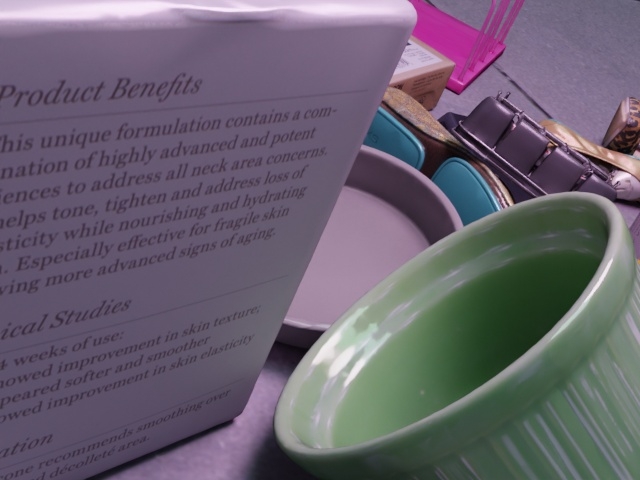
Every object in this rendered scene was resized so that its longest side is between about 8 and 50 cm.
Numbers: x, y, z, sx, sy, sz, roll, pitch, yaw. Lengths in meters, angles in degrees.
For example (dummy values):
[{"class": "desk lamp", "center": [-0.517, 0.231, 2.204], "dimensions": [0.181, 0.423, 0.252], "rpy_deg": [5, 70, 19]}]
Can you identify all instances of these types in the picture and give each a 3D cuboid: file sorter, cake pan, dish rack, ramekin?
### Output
[{"class": "file sorter", "center": [0.230, -0.413, 1.675], "dimensions": [0.202, 0.182, 0.291], "rpy_deg": [30, 33, 10]}, {"class": "cake pan", "center": [0.000, 0.000, 0.988], "dimensions": [0.293, 0.054, 0.293], "rpy_deg": [6, 42, -5]}, {"class": "dish rack", "center": [0.280, -0.108, 1.228], "dimensions": [0.208, 0.074, 0.271], "rpy_deg": [40, 16, 5]}, {"class": "ramekin", "center": [0.128, 0.111, 0.738], "dimensions": [0.148, 0.303, 0.303], "rpy_deg": [54, 30, -13]}]

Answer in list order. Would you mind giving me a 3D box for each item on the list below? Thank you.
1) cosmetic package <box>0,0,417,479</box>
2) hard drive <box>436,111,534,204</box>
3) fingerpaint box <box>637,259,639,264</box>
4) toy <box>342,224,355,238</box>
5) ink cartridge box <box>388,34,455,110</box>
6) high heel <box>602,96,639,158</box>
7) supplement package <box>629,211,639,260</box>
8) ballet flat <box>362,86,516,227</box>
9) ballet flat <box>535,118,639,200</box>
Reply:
[{"class": "cosmetic package", "center": [-0.208, -0.067, 0.688], "dimensions": [0.329, 0.393, 0.327], "rpy_deg": [-13, 47, -45]}, {"class": "hard drive", "center": [0.259, -0.088, 1.340], "dimensions": [0.172, 0.054, 0.254], "rpy_deg": [9, 35, -23]}, {"class": "fingerpaint box", "center": [0.374, 0.248, 0.824], "dimensions": [0.371, 0.163, 0.445], "rpy_deg": [27, 32, 2]}, {"class": "toy", "center": [0.122, 0.056, 1.041], "dimensions": [0.237, 0.056, 0.137], "rpy_deg": [31, 34, 11]}, {"class": "ink cartridge box", "center": [0.055, -0.257, 1.423], "dimensions": [0.193, 0.088, 0.235], "rpy_deg": [38, 36, 20]}, {"class": "high heel", "center": [0.541, -0.147, 1.516], "dimensions": [0.186, 0.093, 0.261], "rpy_deg": [26, 7, 13]}, {"class": "supplement package", "center": [0.467, 0.060, 1.144], "dimensions": [0.175, 0.177, 0.293], "rpy_deg": [23, 32, 0]}, {"class": "ballet flat", "center": [0.153, -0.076, 1.190], "dimensions": [0.123, 0.123, 0.348], "rpy_deg": [-12, 49, -43]}, {"class": "ballet flat", "center": [0.420, -0.103, 1.470], "dimensions": [0.232, 0.080, 0.073], "rpy_deg": [26, 60, 8]}]
